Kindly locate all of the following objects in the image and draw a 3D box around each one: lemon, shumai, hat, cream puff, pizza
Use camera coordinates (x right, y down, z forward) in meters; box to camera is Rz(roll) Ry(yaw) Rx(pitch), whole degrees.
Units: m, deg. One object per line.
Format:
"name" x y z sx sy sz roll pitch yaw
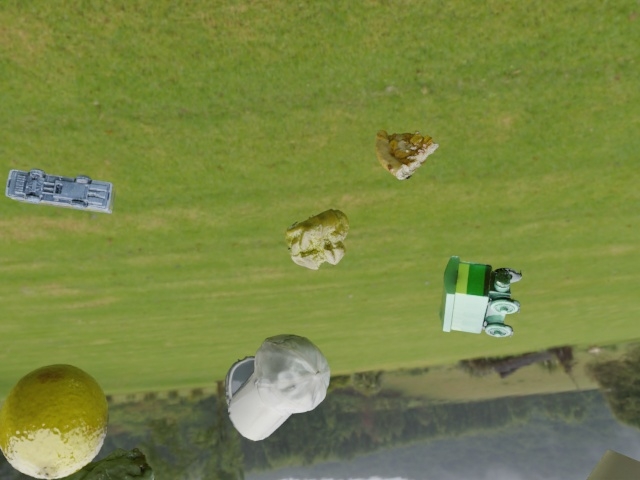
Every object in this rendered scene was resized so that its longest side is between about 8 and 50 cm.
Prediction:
"lemon" -0.635 0.429 1.546 0.268 0.267 0.267 -8 164 -2
"shumai" -0.623 0.729 1.916 0.263 0.309 0.304 -36 152 -27
"hat" -0.096 0.359 1.544 0.232 0.275 0.161 38 -177 -30
"cream puff" 0.000 0.000 2.102 0.221 0.194 0.194 -27 163 0
"pizza" 0.219 -0.230 1.641 0.161 0.182 0.062 -9 133 10

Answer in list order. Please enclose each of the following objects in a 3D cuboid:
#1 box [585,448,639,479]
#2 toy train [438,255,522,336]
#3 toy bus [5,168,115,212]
"box" 0.505 0.509 1.058 0.203 0.251 0.106 -44 -156 -18
"toy train" 0.418 0.158 1.707 0.203 0.120 0.300 8 153 12
"toy bus" -0.495 -0.094 1.246 0.191 0.064 0.075 7 172 -3
